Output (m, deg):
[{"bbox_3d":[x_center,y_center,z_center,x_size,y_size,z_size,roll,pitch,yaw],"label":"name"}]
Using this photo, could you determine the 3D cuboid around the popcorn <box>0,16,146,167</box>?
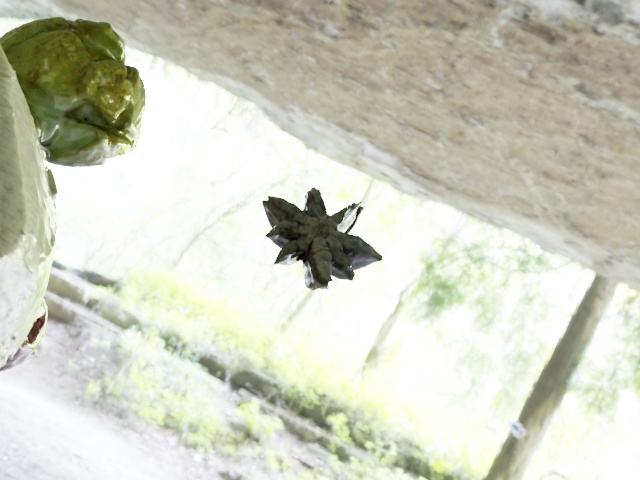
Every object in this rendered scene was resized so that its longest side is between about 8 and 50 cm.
[{"bbox_3d":[-0.411,-0.223,1.298,0.276,0.225,0.276,30,-22,14],"label":"popcorn"}]

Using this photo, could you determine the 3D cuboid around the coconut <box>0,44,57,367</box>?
[{"bbox_3d":[-0.366,-0.027,0.585,0.346,0.346,0.360,28,-31,-9],"label":"coconut"}]

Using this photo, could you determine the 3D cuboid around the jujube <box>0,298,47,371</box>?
[{"bbox_3d":[-0.407,0.069,0.850,0.230,0.155,0.155,4,-14,8],"label":"jujube"}]

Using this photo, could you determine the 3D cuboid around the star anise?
[{"bbox_3d":[0.000,0.000,1.396,0.229,0.236,0.093,14,-45,-5],"label":"star anise"}]
